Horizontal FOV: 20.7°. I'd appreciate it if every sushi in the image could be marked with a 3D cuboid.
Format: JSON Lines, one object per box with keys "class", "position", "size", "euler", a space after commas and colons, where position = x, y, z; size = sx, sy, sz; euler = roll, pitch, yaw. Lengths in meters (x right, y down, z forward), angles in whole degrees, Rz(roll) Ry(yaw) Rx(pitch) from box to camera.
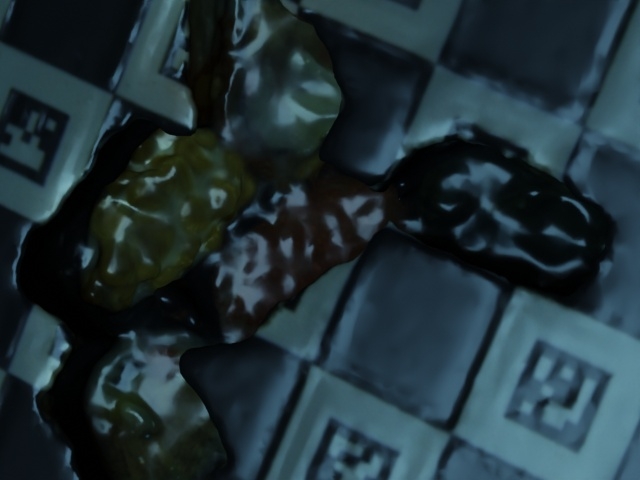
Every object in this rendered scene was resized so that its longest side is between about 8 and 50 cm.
{"class": "sushi", "position": [0.000, 0.000, 0.707], "size": [0.359, 0.064, 0.343], "euler": [25, 99, 21]}
